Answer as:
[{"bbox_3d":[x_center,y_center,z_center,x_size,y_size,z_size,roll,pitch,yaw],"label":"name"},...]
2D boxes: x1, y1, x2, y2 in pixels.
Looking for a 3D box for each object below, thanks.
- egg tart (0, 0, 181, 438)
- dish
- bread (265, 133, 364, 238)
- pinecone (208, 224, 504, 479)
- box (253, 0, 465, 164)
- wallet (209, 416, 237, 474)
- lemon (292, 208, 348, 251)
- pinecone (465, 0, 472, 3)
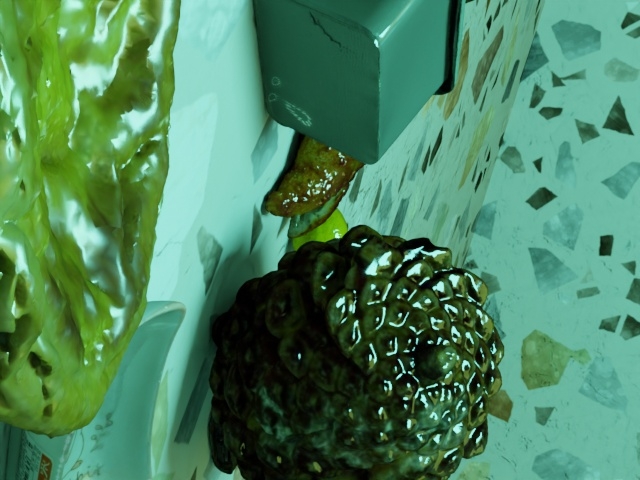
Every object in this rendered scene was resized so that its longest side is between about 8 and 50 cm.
[{"bbox_3d":[-0.145,-0.078,0.606,0.341,0.129,0.341,7,90,-87],"label":"egg tart"},{"bbox_3d":[-0.176,0.149,0.999,0.151,0.077,0.212,-46,152,-58],"label":"dish"},{"bbox_3d":[0.033,-0.122,1.451,0.268,0.095,0.139,-66,159,-5],"label":"bread"},{"bbox_3d":[0.031,0.133,1.375,0.298,0.296,0.242,60,29,-17],"label":"pinecone"},{"bbox_3d":[0.031,-0.189,1.235,0.135,0.163,0.243,-55,162,-26],"label":"box"},{"bbox_3d":[-0.071,0.158,1.545,0.110,0.031,0.198,90,22,-52],"label":"wallet"},{"bbox_3d":[0.000,0.000,1.546,0.065,0.065,0.092,-28,130,-72],"label":"lemon"},{"bbox_3d":[0.171,-0.371,1.504,0.184,0.179,0.204,34,29,-56],"label":"pinecone"}]
